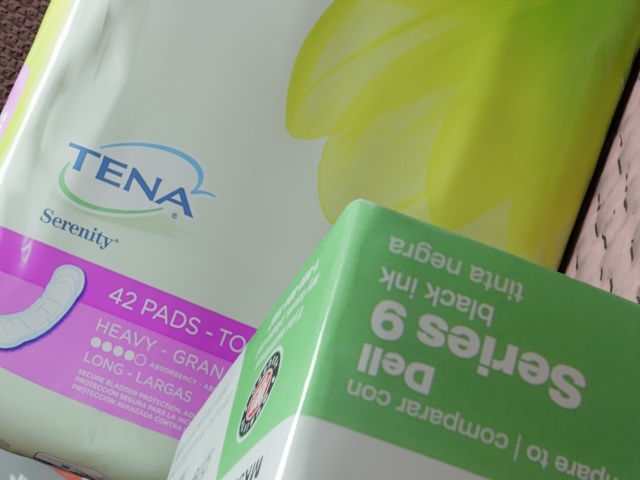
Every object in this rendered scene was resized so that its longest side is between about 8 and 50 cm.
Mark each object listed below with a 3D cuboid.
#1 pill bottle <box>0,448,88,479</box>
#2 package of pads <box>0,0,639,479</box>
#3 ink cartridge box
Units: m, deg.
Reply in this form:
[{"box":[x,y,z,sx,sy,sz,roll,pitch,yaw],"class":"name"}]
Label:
[{"box":[-0.120,0.159,0.923,0.210,0.210,0.363,-81,15,-57],"class":"pill bottle"},{"box":[-0.015,-0.031,0.691,0.101,0.229,0.296,152,141,-77],"class":"package of pads"},{"box":[-0.004,0.168,0.466,0.211,0.122,0.289,126,164,-59],"class":"ink cartridge box"}]
